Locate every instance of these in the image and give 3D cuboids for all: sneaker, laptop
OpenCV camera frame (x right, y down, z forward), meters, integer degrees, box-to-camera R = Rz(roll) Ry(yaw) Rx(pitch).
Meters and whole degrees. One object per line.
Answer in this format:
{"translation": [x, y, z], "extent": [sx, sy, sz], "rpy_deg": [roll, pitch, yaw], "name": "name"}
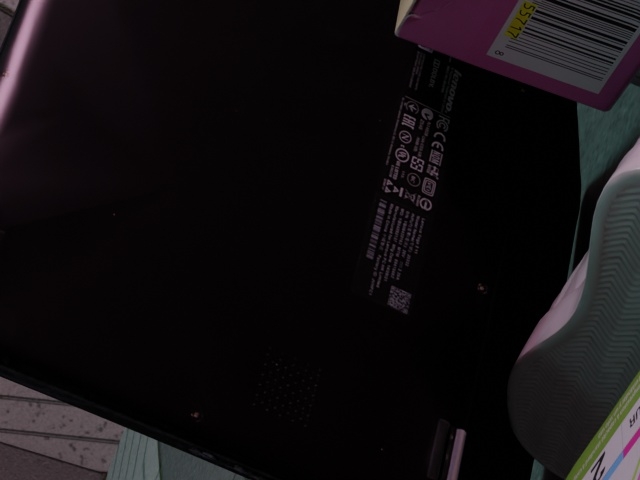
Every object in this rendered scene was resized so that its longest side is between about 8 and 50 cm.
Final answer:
{"translation": [0.183, 0.003, 0.961], "extent": [0.169, 0.108, 0.292], "rpy_deg": [-54, -11, -31], "name": "sneaker"}
{"translation": [0.000, 0.000, 1.056], "extent": [0.236, 0.407, 0.382], "rpy_deg": [-43, 27, 54], "name": "laptop"}

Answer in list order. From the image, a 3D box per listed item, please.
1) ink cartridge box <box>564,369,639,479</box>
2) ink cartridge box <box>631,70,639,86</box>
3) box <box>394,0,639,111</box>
{"translation": [0.171, 0.140, 0.729], "extent": [0.255, 0.097, 0.189], "rpy_deg": [-83, 15, -50], "name": "ink cartridge box"}
{"translation": [0.232, -0.174, 0.965], "extent": [0.219, 0.092, 0.160], "rpy_deg": [133, 154, -67], "name": "ink cartridge box"}
{"translation": [0.139, -0.228, 0.954], "extent": [0.213, 0.117, 0.243], "rpy_deg": [120, 164, -49], "name": "box"}
